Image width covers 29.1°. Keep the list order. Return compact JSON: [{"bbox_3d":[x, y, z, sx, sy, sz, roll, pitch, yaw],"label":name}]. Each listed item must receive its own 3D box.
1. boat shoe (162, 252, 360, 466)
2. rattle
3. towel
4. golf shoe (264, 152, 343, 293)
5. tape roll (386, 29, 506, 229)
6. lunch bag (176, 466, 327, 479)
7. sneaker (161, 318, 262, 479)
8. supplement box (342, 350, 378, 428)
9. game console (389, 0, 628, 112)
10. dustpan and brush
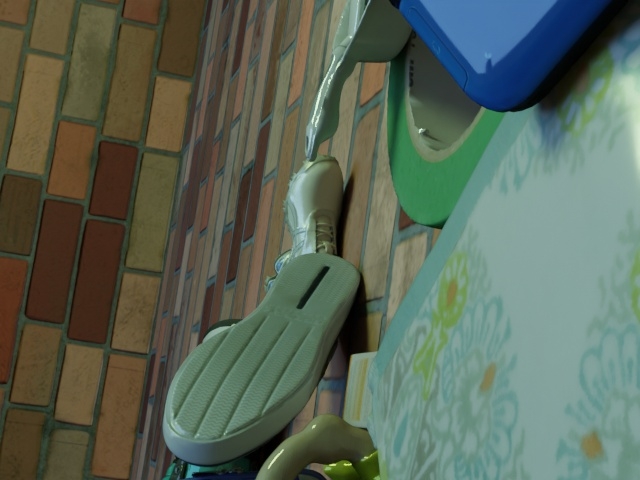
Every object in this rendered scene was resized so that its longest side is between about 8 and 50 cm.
[{"bbox_3d":[-0.040,0.119,1.099,0.302,0.109,0.094,-46,-34,-52],"label":"boat shoe"},{"bbox_3d":[-0.019,0.234,0.931,0.143,0.130,0.199,-8,53,64],"label":"rattle"},{"bbox_3d":[0.124,0.099,0.599,0.374,0.090,0.320,114,158,-45],"label":"towel"},{"bbox_3d":[0.000,0.000,1.281,0.086,0.069,0.176,38,122,53],"label":"golf shoe"},{"bbox_3d":[0.129,-0.160,0.790,0.321,0.077,0.321,-170,90,-77],"label":"tape roll"},{"bbox_3d":[-0.058,0.294,0.985,0.090,0.176,0.219,124,142,-62],"label":"lunch bag"},{"bbox_3d":[-0.108,0.221,1.379,0.295,0.124,0.178,106,173,-57],"label":"sneaker"},{"bbox_3d":[0.050,0.122,0.989,0.098,0.036,0.062,156,124,-74],"label":"supplement box"},{"bbox_3d":[0.146,-0.244,0.605,0.250,0.173,0.293,55,127,24],"label":"game console"},{"bbox_3d":[0.031,-0.154,0.893,0.147,0.060,0.211,151,129,-74],"label":"dustpan and brush"}]
